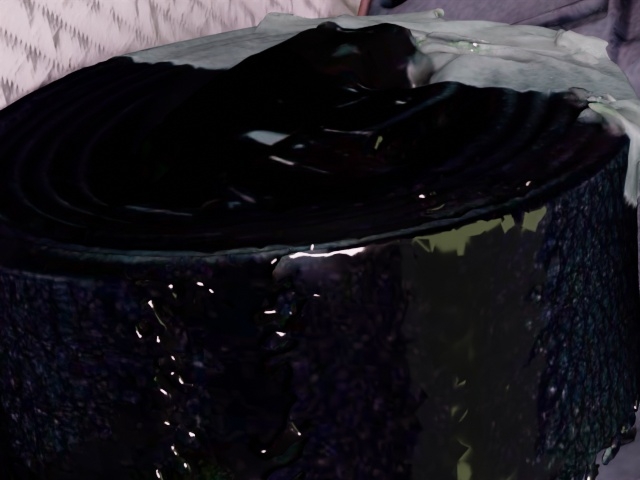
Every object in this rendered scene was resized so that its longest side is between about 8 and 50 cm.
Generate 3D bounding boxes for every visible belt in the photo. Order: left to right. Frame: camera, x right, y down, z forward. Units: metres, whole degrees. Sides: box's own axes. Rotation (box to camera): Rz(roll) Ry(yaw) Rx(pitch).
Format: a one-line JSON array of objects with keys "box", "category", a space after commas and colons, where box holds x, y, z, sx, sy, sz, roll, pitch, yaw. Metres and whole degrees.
[{"box": [0.000, 0.000, 0.414, 0.198, 0.151, 0.078, -56, 143, -66], "category": "belt"}]

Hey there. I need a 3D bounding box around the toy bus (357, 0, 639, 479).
[{"box": [0.103, 0.091, 0.574, 0.233, 0.203, 0.427, 39, 49, -38], "category": "toy bus"}]
